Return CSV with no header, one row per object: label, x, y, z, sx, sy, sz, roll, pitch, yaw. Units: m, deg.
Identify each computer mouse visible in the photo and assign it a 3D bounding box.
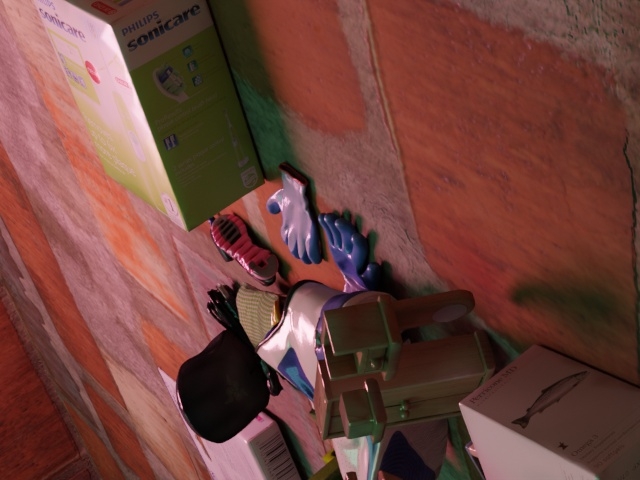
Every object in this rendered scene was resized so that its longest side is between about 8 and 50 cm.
computer mouse,-0.115,0.174,1.764,0.188,0.072,0.272,58,-158,-11

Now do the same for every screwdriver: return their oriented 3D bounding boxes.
screwdriver,-0.159,-0.046,1.739,0.169,0.025,0.024,60,158,-12

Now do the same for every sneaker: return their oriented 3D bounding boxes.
sneaker,-0.098,0.016,1.682,0.119,0.047,0.057,47,168,24
sneaker,0.030,0.160,1.493,0.182,0.127,0.315,27,142,47

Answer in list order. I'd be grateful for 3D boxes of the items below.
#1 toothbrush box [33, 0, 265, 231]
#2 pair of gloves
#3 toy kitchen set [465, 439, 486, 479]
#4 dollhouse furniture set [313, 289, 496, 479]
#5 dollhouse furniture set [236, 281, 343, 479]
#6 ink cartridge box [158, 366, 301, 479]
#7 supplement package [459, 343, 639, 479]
toothbrush box,-0.200,-0.181,1.502,0.206,0.122,0.283,33,147,45
pair of gloves,0.000,0.000,1.474,0.198,0.023,0.159,41,154,32
toy kitchen set,0.147,0.321,1.364,0.166,0.207,0.122,60,158,-14
dollhouse furniture set,0.116,0.268,1.219,0.303,0.174,0.355,94,164,-58
dollhouse furniture set,-0.035,0.218,1.647,0.301,0.151,0.198,56,159,-15
ink cartridge box,-0.126,0.380,2.224,0.330,0.071,0.324,31,148,53
supplement package,0.227,0.183,1.144,0.179,0.105,0.105,22,141,54
